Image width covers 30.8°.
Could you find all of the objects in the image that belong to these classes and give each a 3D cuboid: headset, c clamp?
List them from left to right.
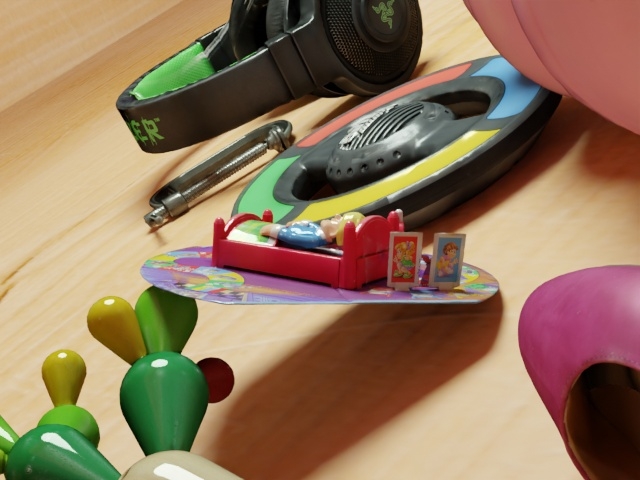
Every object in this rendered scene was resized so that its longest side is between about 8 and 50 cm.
[{"bbox_3d":[-0.083,-0.056,0.965,0.160,0.022,0.137,-35,15,-16],"label":"c clamp"},{"bbox_3d":[-0.009,-0.218,1.019,0.394,0.185,0.243,-31,19,-13],"label":"headset"}]

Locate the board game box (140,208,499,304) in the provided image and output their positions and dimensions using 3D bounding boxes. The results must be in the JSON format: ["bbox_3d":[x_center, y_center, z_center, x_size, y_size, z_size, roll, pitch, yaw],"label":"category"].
[{"bbox_3d":[0.000,0.000,0.549,0.168,0.033,0.133,1,10,-13],"label":"board game box"}]

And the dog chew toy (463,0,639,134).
[{"bbox_3d":[0.167,-0.160,0.606,0.206,0.207,0.332,-30,15,-6],"label":"dog chew toy"}]

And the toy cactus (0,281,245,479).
[{"bbox_3d":[-0.089,0.108,0.457,0.180,0.112,0.219,10,35,32],"label":"toy cactus"}]

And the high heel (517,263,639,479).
[{"bbox_3d":[0.080,0.080,0.284,0.117,0.082,0.244,-21,30,-12],"label":"high heel"}]

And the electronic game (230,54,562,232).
[{"bbox_3d":[0.046,-0.059,0.743,0.229,0.048,0.229,-25,19,9],"label":"electronic game"}]
